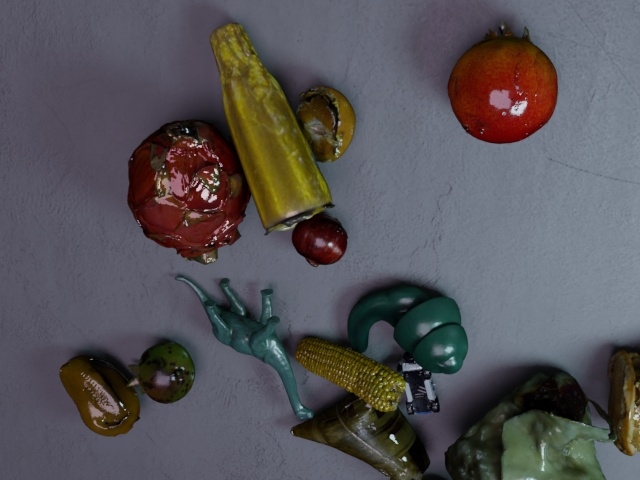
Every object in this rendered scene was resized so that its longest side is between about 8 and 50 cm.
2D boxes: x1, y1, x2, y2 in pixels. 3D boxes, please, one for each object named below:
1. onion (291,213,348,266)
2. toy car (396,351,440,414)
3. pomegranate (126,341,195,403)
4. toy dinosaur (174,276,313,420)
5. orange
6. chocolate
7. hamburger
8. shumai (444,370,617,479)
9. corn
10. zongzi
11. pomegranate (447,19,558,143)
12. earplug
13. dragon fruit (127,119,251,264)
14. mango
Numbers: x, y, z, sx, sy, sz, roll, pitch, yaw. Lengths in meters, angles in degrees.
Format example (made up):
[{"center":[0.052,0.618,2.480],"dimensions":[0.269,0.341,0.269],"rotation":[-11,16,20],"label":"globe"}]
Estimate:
[{"center":[0.000,0.000,1.659],"dimensions":[0.131,0.131,0.131],"rotation":[4,113,10],"label":"onion"},{"center":[0.237,0.345,1.782],"dimensions":[0.080,0.070,0.171],"rotation":[-10,112,16],"label":"toy car"},{"center":[-0.421,0.349,1.887],"dimensions":[0.220,0.156,0.156],"rotation":[-22,106,24],"label":"pomegranate"},{"center":[-0.191,0.274,1.827],"dimensions":[0.383,0.129,0.331],"rotation":[16,126,27],"label":"toy dinosaur"},{"center":[0.016,-0.251,1.553],"dimensions":[0.112,0.170,0.160],"rotation":[-29,100,-21],"label":"orange"},{"center":[-0.115,-0.241,1.521],"dimensions":[0.162,0.162,0.446],"rotation":[-22,87,20],"label":"chocolate"},{"center":[0.739,0.344,1.595],"dimensions":[0.211,0.245,0.261],"rotation":[3,75,20],"label":"hamburger"},{"center":[0.509,0.471,1.673],"dimensions":[0.395,0.395,0.348],"rotation":[21,94,3],"label":"shumai"},{"center":[0.064,0.307,1.744],"dimensions":[0.312,0.102,0.102],"rotation":[24,119,31],"label":"corn"},{"center":[0.099,0.521,1.849],"dimensions":[0.288,0.134,0.286],"rotation":[-31,97,22],"label":"zongzi"},{"center":[0.353,-0.302,1.419],"dimensions":[0.210,0.210,0.235],"rotation":[8,74,9],"label":"pomegranate"},{"center":[0.205,0.215,1.685],"dimensions":[0.257,0.280,0.164],"rotation":[-37,143,-3],"label":"earplug"},{"center":[-0.285,-0.111,1.589],"dimensions":[0.277,0.277,0.343],"rotation":[2,119,11],"label":"dragon fruit"},{"center":[-0.591,0.412,1.950],"dimensions":[0.249,0.156,0.151],"rotation":[46,152,-7],"label":"mango"}]
